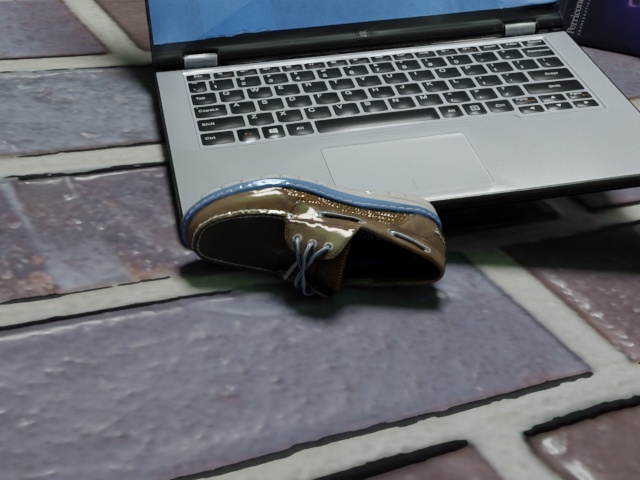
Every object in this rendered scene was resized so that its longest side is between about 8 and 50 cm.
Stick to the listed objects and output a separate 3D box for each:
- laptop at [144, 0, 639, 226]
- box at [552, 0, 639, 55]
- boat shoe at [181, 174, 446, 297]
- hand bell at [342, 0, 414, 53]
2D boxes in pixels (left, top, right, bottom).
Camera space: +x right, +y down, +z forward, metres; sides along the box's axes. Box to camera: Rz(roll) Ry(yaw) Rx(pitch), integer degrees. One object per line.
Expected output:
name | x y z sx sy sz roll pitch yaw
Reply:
laptop | 0.049 -0.225 0.888 0.382 0.236 0.408 -8 36 -9
box | 0.388 -0.302 1.285 0.207 0.153 0.108 10 31 1
boat shoe | 0.000 0.000 0.735 0.183 0.066 0.066 -1 39 -13
hand bell | -0.035 -0.227 1.099 0.242 0.126 0.126 7 28 19
